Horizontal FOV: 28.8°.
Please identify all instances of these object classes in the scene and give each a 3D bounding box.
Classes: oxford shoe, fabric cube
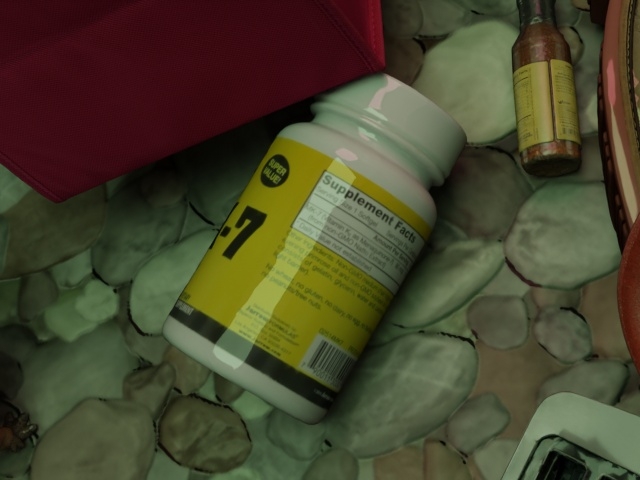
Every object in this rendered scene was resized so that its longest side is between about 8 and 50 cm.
[{"bbox_3d":[0.230,-0.100,0.746,0.130,0.123,0.348,-4,73,12],"label":"oxford shoe"},{"bbox_3d":[-0.133,-0.222,0.782,0.258,0.259,0.254,-20,50,24],"label":"fabric cube"}]

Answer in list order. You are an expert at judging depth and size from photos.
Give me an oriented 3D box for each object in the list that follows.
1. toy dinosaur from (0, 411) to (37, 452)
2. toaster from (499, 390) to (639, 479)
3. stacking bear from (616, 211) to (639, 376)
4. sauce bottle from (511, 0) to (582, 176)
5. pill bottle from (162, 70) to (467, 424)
[{"bbox_3d":[-0.294,0.125,0.808,0.127,0.200,0.295,10,77,21],"label":"toy dinosaur"},{"bbox_3d":[0.175,0.182,0.679,0.168,0.110,0.185,26,83,23],"label":"toaster"},{"bbox_3d":[0.310,-0.003,0.635,0.289,0.164,0.175,-25,84,-24],"label":"stacking bear"},{"bbox_3d":[0.147,-0.106,0.818,0.042,0.042,0.128,-6,70,17],"label":"sauce bottle"},{"bbox_3d":[0.000,0.000,0.792,0.119,0.119,0.208,28,83,24],"label":"pill bottle"}]
